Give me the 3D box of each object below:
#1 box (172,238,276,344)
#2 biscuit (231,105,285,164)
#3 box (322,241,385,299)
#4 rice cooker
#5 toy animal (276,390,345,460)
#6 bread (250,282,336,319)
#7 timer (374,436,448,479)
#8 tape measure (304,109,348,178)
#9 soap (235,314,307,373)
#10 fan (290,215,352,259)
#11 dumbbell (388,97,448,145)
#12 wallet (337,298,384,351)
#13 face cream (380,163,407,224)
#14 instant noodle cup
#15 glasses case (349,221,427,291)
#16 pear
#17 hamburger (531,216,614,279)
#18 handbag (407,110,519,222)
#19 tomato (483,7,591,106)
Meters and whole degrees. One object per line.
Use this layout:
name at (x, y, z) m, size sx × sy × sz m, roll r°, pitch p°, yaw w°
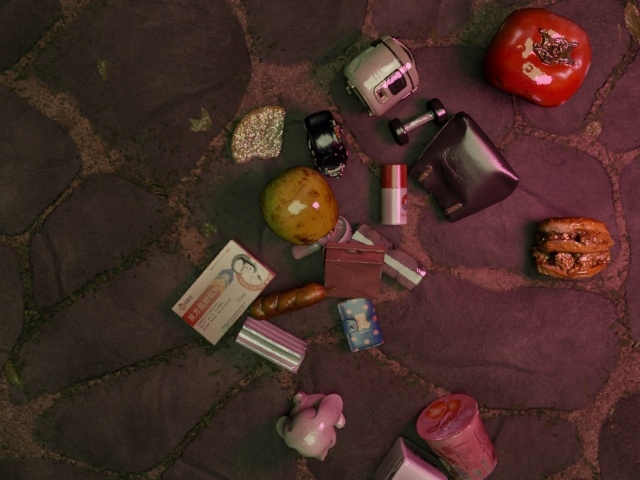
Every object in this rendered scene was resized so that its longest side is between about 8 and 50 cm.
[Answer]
box at (-0.360, 0.192, 1.855) m, size 0.214 × 0.069 × 0.353 m, roll 41°, pitch 93°, yaw -2°
biscuit at (-0.218, -0.377, 1.807) m, size 0.265 × 0.040 × 0.188 m, roll -43°, pitch 93°, yaw 6°
box at (0.113, 0.112, 1.764) m, size 0.215 × 0.086 × 0.215 m, roll 4°, pitch 134°, yaw 3°
rice cooker at (0.214, -0.561, 1.692) m, size 0.244 × 0.226 × 0.226 m, roll -39°, pitch 93°, yaw 2°
toy animal at (-0.040, 0.675, 1.793) m, size 0.271 × 0.265 × 0.206 m, roll -25°, pitch 93°, yaw 6°
bread at (-0.098, 0.212, 1.793) m, size 0.344 × 0.124 × 0.084 m, roll -20°, pitch 76°, yaw 21°
timer at (0.335, 0.890, 1.837) m, size 0.195 × 0.194 × 0.192 m, roll 32°, pitch 95°, yaw -2°
tape measure at (0.023, -0.339, 1.724) m, size 0.135 × 0.202 × 0.223 m, roll -17°, pitch 109°, yaw 1°
soap at (-0.176, 0.382, 1.826) m, size 0.261 × 0.150 × 0.094 m, roll 30°, pitch 101°, yaw -1°
fan at (0.000, 0.000, 1.807) m, size 0.244 × 0.074 × 0.130 m, roll -27°, pitch 53°, yaw 14°
dumbbell at (0.346, -0.421, 1.759) m, size 0.191 × 0.100 × 0.100 m, roll -27°, pitch 94°, yaw 3°
wallet at (0.147, 0.309, 1.855) m, size 0.141 × 0.059 × 0.202 m, roll -16°, pitch 95°, yaw 5°
face cream at (0.265, -0.166, 1.787) m, size 0.095 × 0.096 × 0.214 m, roll -1°, pitch 95°, yaw 1°
instant noodle cup at (0.509, 0.728, 1.809) m, size 0.243 × 0.243 × 0.231 m, roll -30°, pitch 101°, yaw 4°
glasses case at (0.241, 0.060, 1.818) m, size 0.299 × 0.060 × 0.114 m, roll 35°, pitch 92°, yaw 1°
pear at (-0.073, -0.117, 1.714) m, size 0.283 × 0.283 × 0.284 m, roll 0°, pitch 96°, yaw 1°
hamburger at (0.877, 0.022, 1.710) m, size 0.245 × 0.260 × 0.211 m, roll -2°, pitch 92°, yaw 9°
handbag at (0.495, -0.240, 1.756) m, size 0.288 × 0.152 × 0.342 m, roll -39°, pitch 91°, yaw 16°
tomato at (0.712, -0.603, 1.637) m, size 0.325 × 0.290 × 0.293 m, roll 17°, pitch 98°, yaw -2°
